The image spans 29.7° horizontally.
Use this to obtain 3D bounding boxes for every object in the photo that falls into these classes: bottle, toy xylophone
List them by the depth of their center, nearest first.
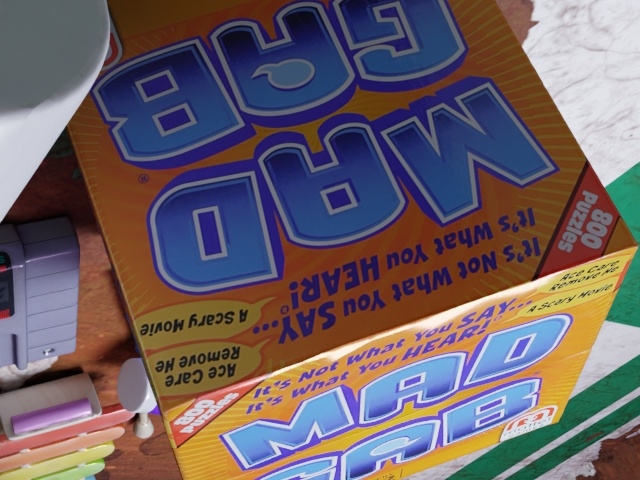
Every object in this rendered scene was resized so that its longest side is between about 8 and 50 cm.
[{"bbox_3d":[-0.124,0.184,1.539,0.283,0.118,0.092,7,139,-43],"label":"bottle"},{"bbox_3d":[-0.322,0.258,1.558,0.236,0.081,0.322,-17,152,-12],"label":"toy xylophone"}]

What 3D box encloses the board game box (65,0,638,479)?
[{"bbox_3d":[0.000,0.000,1.049,0.356,0.356,0.356,-18,152,-10],"label":"board game box"}]

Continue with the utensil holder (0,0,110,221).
[{"bbox_3d":[-0.355,-0.063,0.722,0.328,0.327,0.385,7,137,-44],"label":"utensil holder"}]

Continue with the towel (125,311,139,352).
[{"bbox_3d":[-0.091,0.047,1.416,0.285,0.034,0.209,-16,154,-9],"label":"towel"}]

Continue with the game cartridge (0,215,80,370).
[{"bbox_3d":[-0.420,0.085,1.208,0.355,0.068,0.230,-12,155,-20],"label":"game cartridge"}]
